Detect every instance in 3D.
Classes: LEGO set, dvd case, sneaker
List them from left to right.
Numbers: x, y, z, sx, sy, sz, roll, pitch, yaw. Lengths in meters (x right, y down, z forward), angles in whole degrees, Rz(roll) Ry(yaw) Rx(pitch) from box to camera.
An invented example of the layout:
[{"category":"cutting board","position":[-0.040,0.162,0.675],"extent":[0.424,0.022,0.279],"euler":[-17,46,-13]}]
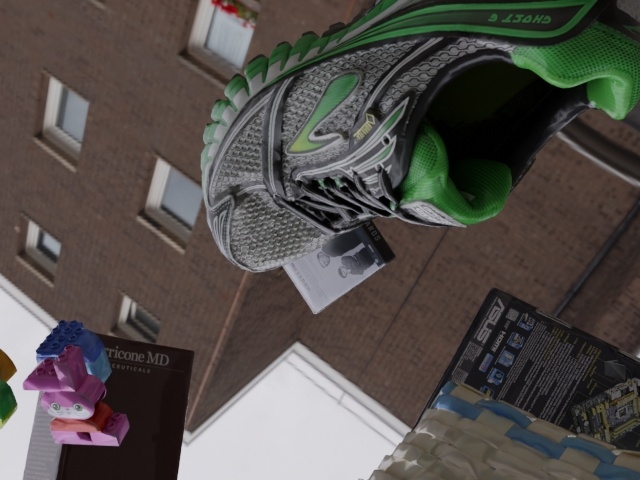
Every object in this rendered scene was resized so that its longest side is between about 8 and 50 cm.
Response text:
[{"category":"LEGO set","position":[-0.242,0.076,0.513],"extent":[0.227,0.093,0.087],"euler":[-1,-152,11]},{"category":"dvd case","position":[0.000,0.000,1.106],"extent":[0.029,0.238,0.179],"euler":[-30,-97,-34]},{"category":"sneaker","position":[0.031,-0.062,0.439],"extent":[0.134,0.343,0.146],"euler":[19,-127,-31]}]

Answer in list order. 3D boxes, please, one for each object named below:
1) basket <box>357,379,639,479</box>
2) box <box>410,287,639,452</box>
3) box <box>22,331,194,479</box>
[{"category":"basket","position":[0.114,0.267,0.496],"extent":[0.254,0.201,0.289],"euler":[19,-123,43]},{"category":"box","position":[0.277,0.303,0.954],"extent":[0.318,0.395,0.097],"euler":[27,176,38]},{"category":"box","position":[-0.317,0.337,1.051],"extent":[0.191,0.143,0.382],"euler":[18,-113,-38]}]
